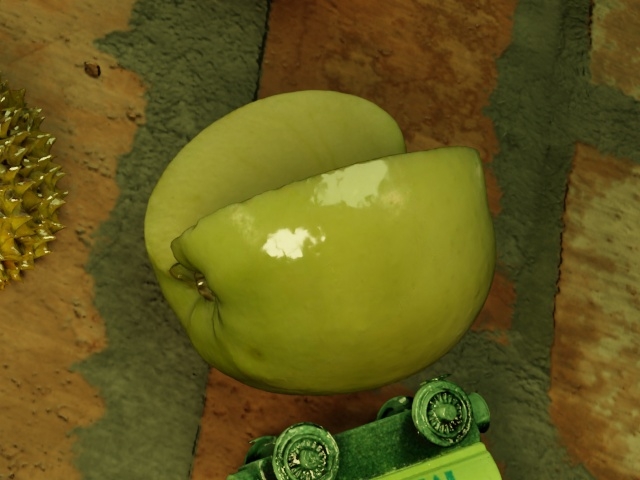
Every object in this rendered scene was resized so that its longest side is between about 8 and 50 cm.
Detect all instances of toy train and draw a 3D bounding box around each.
[{"bbox_3d":[0.048,0.216,1.604,0.253,0.105,0.157,-16,83,-28],"label":"toy train"}]

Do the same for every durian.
[{"bbox_3d":[-0.299,-0.066,1.593,0.183,0.138,0.250,-5,58,-16],"label":"durian"}]

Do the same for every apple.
[{"bbox_3d":[0.003,0.017,1.599,0.258,0.295,0.233,-26,113,-22],"label":"apple"}]
